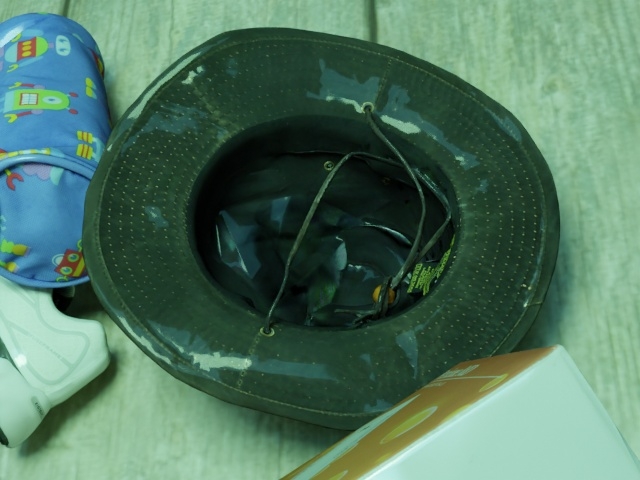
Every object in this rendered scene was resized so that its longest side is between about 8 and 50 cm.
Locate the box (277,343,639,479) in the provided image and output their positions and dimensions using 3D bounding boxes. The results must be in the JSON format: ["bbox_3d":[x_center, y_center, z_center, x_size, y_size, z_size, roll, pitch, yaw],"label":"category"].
[{"bbox_3d":[-0.001,0.217,0.536,0.345,0.215,0.168,-31,85,-9],"label":"box"}]

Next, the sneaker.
[{"bbox_3d":[-0.279,0.039,0.869,0.118,0.110,0.292,-32,57,-21],"label":"sneaker"}]

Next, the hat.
[{"bbox_3d":[0.000,0.000,0.780,0.332,0.134,0.331,0,67,0],"label":"hat"}]

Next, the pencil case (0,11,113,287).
[{"bbox_3d":[-0.239,-0.088,0.882,0.133,0.119,0.306,1,33,-18],"label":"pencil case"}]
